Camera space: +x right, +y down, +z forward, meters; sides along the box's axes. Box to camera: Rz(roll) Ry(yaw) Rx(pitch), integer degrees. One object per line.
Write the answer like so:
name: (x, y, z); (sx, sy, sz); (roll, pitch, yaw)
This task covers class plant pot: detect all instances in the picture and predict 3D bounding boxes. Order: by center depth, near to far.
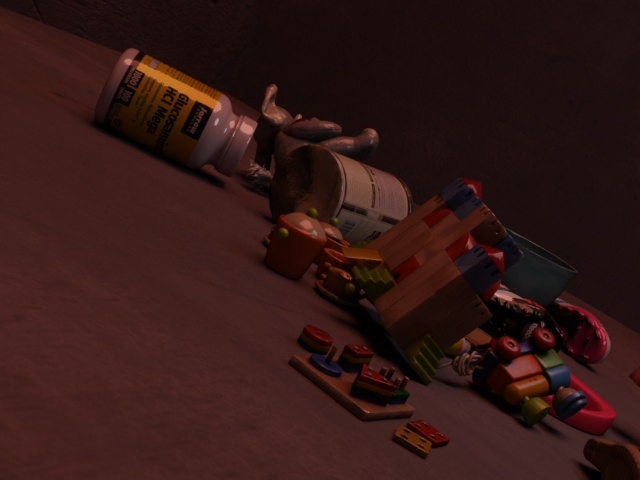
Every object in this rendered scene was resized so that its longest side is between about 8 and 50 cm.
plant pot: (0.453, 0.088, 2.328); (0.293, 0.196, 0.293); (27, 11, -5)

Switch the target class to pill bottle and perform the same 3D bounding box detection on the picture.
pill bottle: (0.228, 0.181, 1.681); (0.083, 0.043, 0.043); (21, 12, -35)
pill bottle: (-0.321, -0.278, 2.131); (0.333, 0.188, 0.188); (26, 10, -8)

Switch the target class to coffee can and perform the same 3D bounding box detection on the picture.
coffee can: (0.050, -0.084, 2.092); (0.201, 0.202, 0.275); (35, 12, 38)

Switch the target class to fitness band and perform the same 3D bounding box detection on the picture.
fitness band: (0.426, 0.267, 1.778); (0.209, 0.054, 0.291); (26, 11, -28)

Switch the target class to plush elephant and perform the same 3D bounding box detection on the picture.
plush elephant: (-0.064, -0.242, 2.408); (0.329, 0.272, 0.255); (-3, 49, -23)

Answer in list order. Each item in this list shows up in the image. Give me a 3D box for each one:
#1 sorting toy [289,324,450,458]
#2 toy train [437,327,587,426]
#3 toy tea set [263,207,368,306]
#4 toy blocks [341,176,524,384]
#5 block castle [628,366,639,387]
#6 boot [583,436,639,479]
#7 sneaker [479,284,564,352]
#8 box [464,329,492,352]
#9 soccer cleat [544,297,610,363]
sorting toy: (0.056, 0.179, 1.218); (0.274, 0.046, 0.132); (34, 12, 31)
toy train: (0.309, 0.238, 1.521); (0.248, 0.105, 0.143); (-8, 49, -37)
toy tea set: (0.000, 0.000, 1.754); (0.200, 0.124, 0.336); (26, 10, -9)
toy blocks: (0.207, 0.038, 1.569); (0.191, 0.261, 0.381); (51, 7, -23)
block castle: (0.772, 0.383, 1.673); (0.303, 0.213, 0.453); (36, 11, -33)
boot: (0.499, 0.362, 1.346); (0.206, 0.090, 0.248); (25, 6, -1)
sneaker: (0.330, 0.135, 1.709); (0.276, 0.098, 0.135); (27, 7, -20)
box: (0.246, 0.162, 1.895); (0.201, 0.021, 0.164); (31, 9, 23)
soccer cleat: (0.650, 0.220, 2.421); (0.143, 0.116, 0.331); (22, 11, -31)
